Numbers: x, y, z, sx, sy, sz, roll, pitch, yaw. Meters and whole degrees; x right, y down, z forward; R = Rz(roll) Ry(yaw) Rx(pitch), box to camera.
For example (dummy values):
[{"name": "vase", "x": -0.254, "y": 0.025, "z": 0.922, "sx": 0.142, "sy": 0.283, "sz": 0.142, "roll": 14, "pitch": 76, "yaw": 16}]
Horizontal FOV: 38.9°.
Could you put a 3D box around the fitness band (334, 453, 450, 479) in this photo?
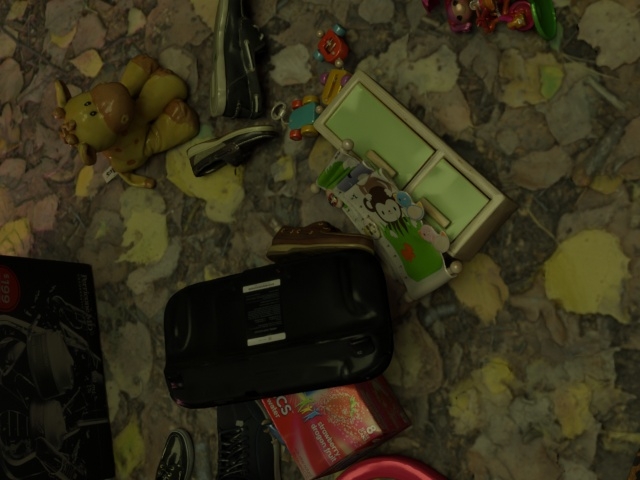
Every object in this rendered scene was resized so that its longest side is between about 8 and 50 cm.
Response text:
[{"name": "fitness band", "x": 0.127, "y": 0.408, "z": 1.169, "sx": 0.290, "sy": 0.054, "sz": 0.209, "roll": 34, "pitch": 96, "yaw": 22}]

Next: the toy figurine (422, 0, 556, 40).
[{"name": "toy figurine", "x": 0.211, "y": -0.328, "z": 1.195, "sx": 0.159, "sy": 0.130, "sz": 0.173, "roll": -10, "pitch": 105, "yaw": 36}]

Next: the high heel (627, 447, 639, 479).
[{"name": "high heel", "x": 0.336, "y": 0.365, "z": 1.077, "sx": 0.261, "sy": 0.093, "sz": 0.186, "roll": -31, "pitch": 55, "yaw": 26}]

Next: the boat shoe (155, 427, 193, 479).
[{"name": "boat shoe", "x": -0.220, "y": 0.348, "z": 1.330, "sx": 0.049, "sy": 0.040, "sz": 0.142, "roll": 6, "pitch": 87, "yaw": 24}]

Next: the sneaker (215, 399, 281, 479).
[{"name": "sneaker", "x": -0.121, "y": 0.306, "z": 1.227, "sx": 0.086, "sy": 0.163, "sz": 0.226, "roll": -21, "pitch": 75, "yaw": 22}]

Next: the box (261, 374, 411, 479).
[{"name": "box", "x": -0.010, "y": 0.173, "z": 1.211, "sx": 0.128, "sy": 0.122, "sz": 0.257, "roll": -36, "pitch": 71, "yaw": 16}]

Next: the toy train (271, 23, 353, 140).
[{"name": "toy train", "x": 0.003, "y": -0.218, "z": 1.294, "sx": 0.166, "sy": 0.046, "sz": 0.125, "roll": -53, "pitch": 43, "yaw": 20}]

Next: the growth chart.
[{"name": "growth chart", "x": 0.083, "y": -0.025, "z": 1.183, "sx": 0.021, "sy": 0.172, "sz": 0.237, "roll": -33, "pitch": 77, "yaw": -27}]

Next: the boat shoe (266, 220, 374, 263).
[{"name": "boat shoe", "x": 0.000, "y": 0.000, "z": 1.245, "sx": 0.178, "sy": 0.064, "sz": 0.060, "roll": -3, "pitch": 64, "yaw": 41}]

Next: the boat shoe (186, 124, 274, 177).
[{"name": "boat shoe", "x": -0.129, "y": -0.132, "z": 1.338, "sx": 0.152, "sy": 0.056, "sz": 0.049, "roll": -16, "pitch": 83, "yaw": 31}]

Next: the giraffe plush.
[{"name": "giraffe plush", "x": -0.313, "y": -0.183, "z": 1.356, "sx": 0.181, "sy": 0.170, "sz": 0.210, "roll": 37, "pitch": 99, "yaw": 22}]

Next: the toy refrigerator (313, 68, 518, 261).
[{"name": "toy refrigerator", "x": 0.122, "y": -0.101, "z": 1.199, "sx": 0.269, "sy": 0.094, "sz": 0.102, "roll": 46, "pitch": 102, "yaw": 20}]

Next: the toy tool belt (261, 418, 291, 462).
[{"name": "toy tool belt", "x": -0.054, "y": 0.260, "z": 1.244, "sx": 0.051, "sy": 0.052, "sz": 0.083, "roll": -40, "pitch": 95, "yaw": -14}]

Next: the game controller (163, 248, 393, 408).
[{"name": "game controller", "x": -0.063, "y": 0.113, "z": 1.149, "sx": 0.319, "sy": 0.067, "sz": 0.167, "roll": -13, "pitch": 64, "yaw": 22}]

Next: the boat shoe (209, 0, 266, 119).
[{"name": "boat shoe", "x": -0.121, "y": -0.291, "z": 1.349, "sx": 0.079, "sy": 0.084, "sz": 0.233, "roll": 3, "pitch": 76, "yaw": -14}]

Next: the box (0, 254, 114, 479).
[{"name": "box", "x": -0.479, "y": 0.202, "z": 1.312, "sx": 0.178, "sy": 0.312, "sz": 0.343, "roll": -13, "pitch": 80, "yaw": 22}]
